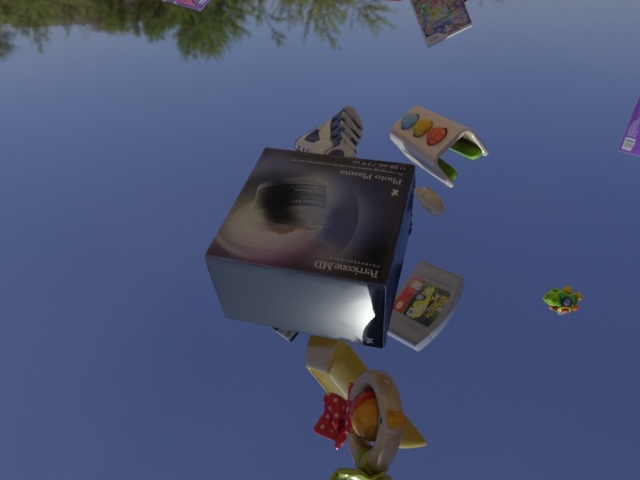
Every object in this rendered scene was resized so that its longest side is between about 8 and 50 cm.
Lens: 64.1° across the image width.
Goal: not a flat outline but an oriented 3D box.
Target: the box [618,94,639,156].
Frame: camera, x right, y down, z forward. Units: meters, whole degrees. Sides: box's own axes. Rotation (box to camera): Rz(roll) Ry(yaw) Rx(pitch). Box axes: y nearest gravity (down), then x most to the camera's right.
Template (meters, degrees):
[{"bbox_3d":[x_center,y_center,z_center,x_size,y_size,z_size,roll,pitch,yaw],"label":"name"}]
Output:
[{"bbox_3d":[0.842,-0.381,1.265,0.057,0.293,0.201,26,-135,29],"label":"box"}]

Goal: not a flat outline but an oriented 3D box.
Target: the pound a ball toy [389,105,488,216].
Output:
[{"bbox_3d":[0.268,-0.223,1.313,0.208,0.136,0.319,-43,-151,7],"label":"pound a ball toy"}]

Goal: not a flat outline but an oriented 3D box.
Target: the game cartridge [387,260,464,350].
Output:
[{"bbox_3d":[0.346,0.215,1.713,0.196,0.060,0.294,26,-109,37],"label":"game cartridge"}]

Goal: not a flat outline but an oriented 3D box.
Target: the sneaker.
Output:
[{"bbox_3d":[0.009,-0.240,1.489,0.182,0.127,0.315,-18,-139,39],"label":"sneaker"}]

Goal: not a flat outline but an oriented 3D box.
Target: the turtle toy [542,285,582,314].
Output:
[{"bbox_3d":[0.731,0.185,1.558,0.130,0.095,0.066,28,-129,-24],"label":"turtle toy"}]

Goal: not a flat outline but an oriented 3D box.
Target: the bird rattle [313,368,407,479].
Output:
[{"bbox_3d":[0.085,0.316,0.869,0.143,0.206,0.253,17,-158,-10],"label":"bird rattle"}]

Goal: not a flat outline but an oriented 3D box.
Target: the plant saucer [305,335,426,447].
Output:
[{"bbox_3d":[0.087,0.403,1.343,0.081,0.332,0.333,-40,-178,-17],"label":"plant saucer"}]

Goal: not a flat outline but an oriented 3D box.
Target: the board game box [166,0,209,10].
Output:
[{"bbox_3d":[-0.142,-0.536,0.861,0.347,0.056,0.208,-48,-138,-5],"label":"board game box"}]

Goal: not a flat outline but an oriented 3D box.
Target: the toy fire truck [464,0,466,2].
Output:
[{"bbox_3d":[0.292,-0.770,1.331,0.254,0.302,0.169,7,174,7],"label":"toy fire truck"}]

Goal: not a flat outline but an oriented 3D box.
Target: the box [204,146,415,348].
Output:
[{"bbox_3d":[0.000,0.000,0.910,0.296,0.182,0.294,8,-131,13],"label":"box"}]

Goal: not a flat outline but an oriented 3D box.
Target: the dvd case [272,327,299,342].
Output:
[{"bbox_3d":[-0.136,0.176,1.596,0.253,0.180,0.022,39,-168,-1],"label":"dvd case"}]

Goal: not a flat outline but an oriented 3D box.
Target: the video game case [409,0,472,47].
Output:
[{"bbox_3d":[0.217,-0.433,0.941,0.087,0.122,0.011,-21,-177,21],"label":"video game case"}]
